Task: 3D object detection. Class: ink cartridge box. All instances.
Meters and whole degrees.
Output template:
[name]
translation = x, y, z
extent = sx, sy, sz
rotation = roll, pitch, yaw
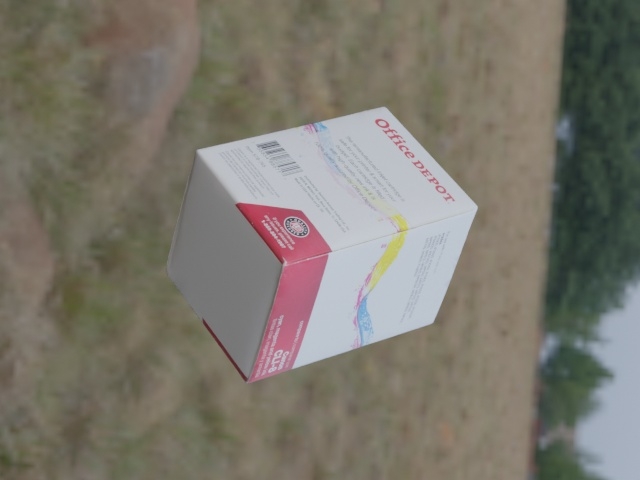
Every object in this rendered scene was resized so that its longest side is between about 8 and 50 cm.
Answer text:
[ink cartridge box]
translation = 0.000, 0.000, 1.367
extent = 0.128, 0.176, 0.127
rotation = 51, -39, 33
